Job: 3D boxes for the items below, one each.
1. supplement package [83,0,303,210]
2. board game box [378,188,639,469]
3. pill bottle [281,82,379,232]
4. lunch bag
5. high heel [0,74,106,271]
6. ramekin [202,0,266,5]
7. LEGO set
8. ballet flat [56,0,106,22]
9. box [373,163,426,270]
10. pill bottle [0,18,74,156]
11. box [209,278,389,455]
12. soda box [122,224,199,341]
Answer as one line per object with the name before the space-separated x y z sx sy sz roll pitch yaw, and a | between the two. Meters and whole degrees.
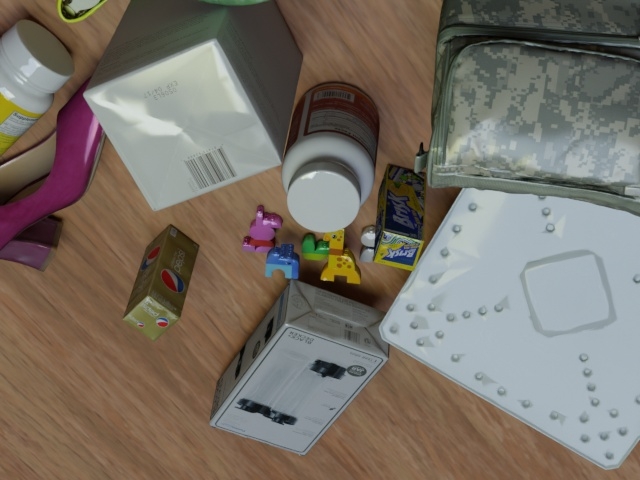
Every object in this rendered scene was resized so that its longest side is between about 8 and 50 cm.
supplement package | -0.143 -0.203 1.550 0.178 0.293 0.175 -19 119 17
board game box | 0.338 0.066 1.737 0.390 0.050 0.390 30 110 2
pill bottle | 0.013 -0.106 1.646 0.121 0.216 0.121 3 124 4
lunch bag | 0.278 -0.159 1.521 0.305 0.256 0.212 8 151 6
high heel | -0.411 -0.103 1.741 0.181 0.127 0.377 20 126 -17
ramekin | -0.097 -0.411 1.409 0.303 0.303 0.148 -4 163 8
LEGO set | 0.000 0.000 1.798 0.227 0.087 0.093 5 124 1
ballet flat | -0.251 -0.351 1.592 0.231 0.077 0.077 -36 113 25
box | 0.108 -0.033 1.714 0.059 0.169 0.054 13 124 -4
pill bottle | -0.432 -0.190 1.690 0.208 0.119 0.119 -40 112 21
box | -0.035 0.195 1.890 0.169 0.087 0.290 20 135 -15
soda box | -0.225 0.059 1.802 0.058 0.181 0.061 39 119 -19
